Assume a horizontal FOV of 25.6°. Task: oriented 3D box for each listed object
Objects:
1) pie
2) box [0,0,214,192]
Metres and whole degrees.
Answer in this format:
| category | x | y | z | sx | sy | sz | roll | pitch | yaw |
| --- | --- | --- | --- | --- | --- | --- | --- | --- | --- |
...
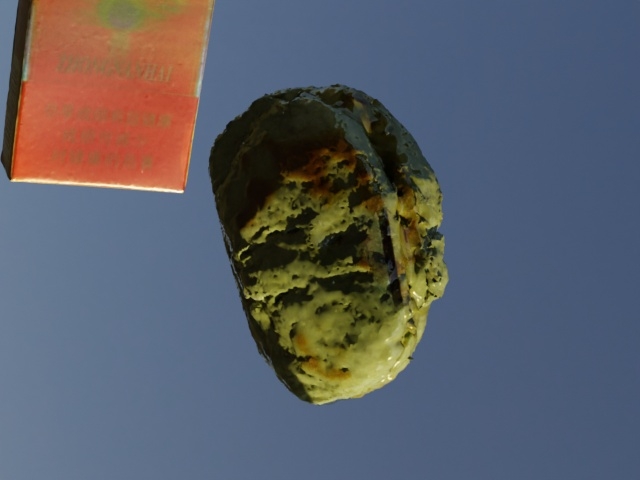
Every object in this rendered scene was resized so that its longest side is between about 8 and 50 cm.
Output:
| category | x | y | z | sx | sy | sz | roll | pitch | yaw |
| --- | --- | --- | --- | --- | --- | --- | --- | --- | --- |
| pie | 0.000 | 0.000 | 1.082 | 0.201 | 0.090 | 0.248 | -21 | -98 | 31 |
| box | -0.126 | -0.120 | 0.838 | 0.048 | 0.112 | 0.175 | -133 | -129 | -61 |
